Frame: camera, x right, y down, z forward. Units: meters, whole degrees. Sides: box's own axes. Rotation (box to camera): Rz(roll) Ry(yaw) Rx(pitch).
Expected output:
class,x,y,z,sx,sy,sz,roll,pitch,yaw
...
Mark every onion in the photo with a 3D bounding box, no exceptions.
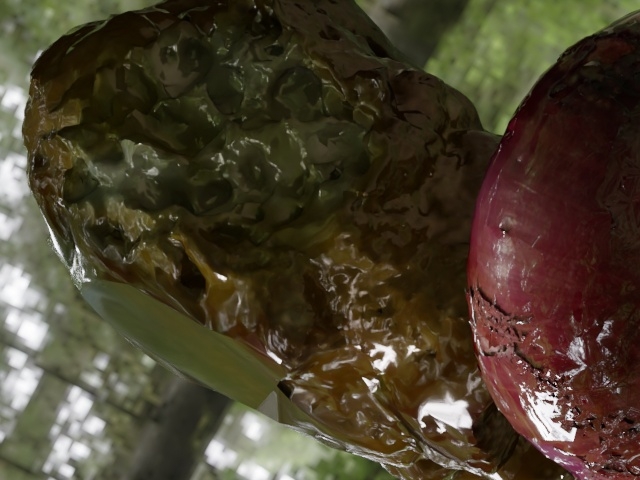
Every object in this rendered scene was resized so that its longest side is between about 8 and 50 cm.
class,x,y,z,sx,sy,sz,roll,pitch,yaw
onion,0.121,0.010,0.513,0.150,0.150,0.140,20,-179,-20

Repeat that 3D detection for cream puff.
class,x,y,z,sx,sy,sz,roll,pitch,yaw
cream puff,0.000,0.000,0.768,0.269,0.155,0.241,41,170,6
